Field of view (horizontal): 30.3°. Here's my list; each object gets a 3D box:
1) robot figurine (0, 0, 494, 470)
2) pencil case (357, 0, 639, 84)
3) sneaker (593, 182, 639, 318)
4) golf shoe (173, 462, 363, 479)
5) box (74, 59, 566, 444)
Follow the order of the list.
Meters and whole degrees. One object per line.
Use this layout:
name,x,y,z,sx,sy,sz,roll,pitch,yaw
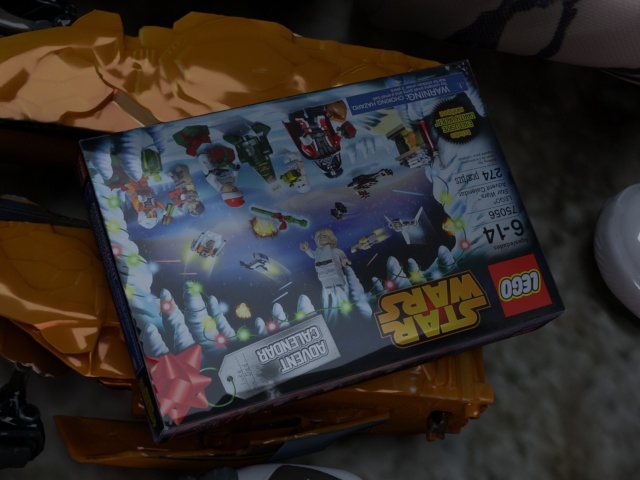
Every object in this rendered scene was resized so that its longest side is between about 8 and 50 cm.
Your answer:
robot figurine,-0.087,-0.007,0.424,0.290,0.085,0.211,6,64,-12
pencil case,0.219,-0.118,0.513,0.410,0.183,0.160,16,95,-6
sneaker,0.222,0.015,0.486,0.212,0.094,0.080,19,63,-4
golf shoe,0.008,0.164,0.372,0.093,0.077,0.198,-10,77,-31
box,0.000,0.000,0.379,0.137,0.027,0.094,-15,76,-19
